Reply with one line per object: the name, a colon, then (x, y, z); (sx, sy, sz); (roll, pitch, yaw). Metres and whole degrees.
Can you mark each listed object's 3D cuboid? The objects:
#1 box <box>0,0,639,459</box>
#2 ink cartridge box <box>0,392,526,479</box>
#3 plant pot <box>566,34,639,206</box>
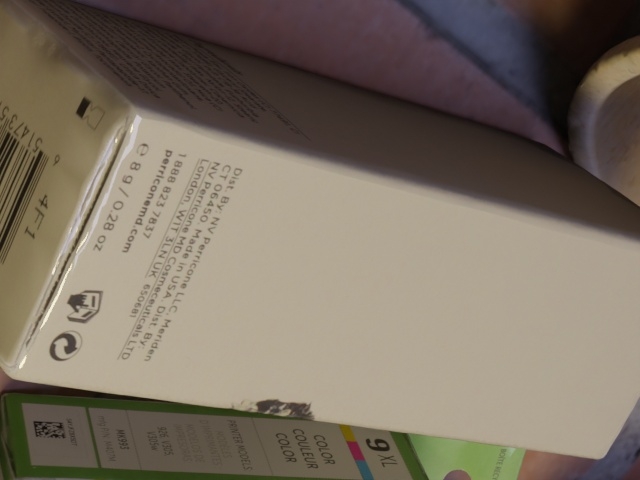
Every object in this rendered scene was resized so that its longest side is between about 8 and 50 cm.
box: (0.000, 0.000, 0.664); (0.275, 0.113, 0.094); (14, 109, -41)
ink cartridge box: (-0.021, 0.122, 0.715); (0.209, 0.062, 0.109); (5, 115, -18)
plant pot: (0.319, -0.074, 0.748); (0.305, 0.334, 0.334); (-52, 136, -14)
